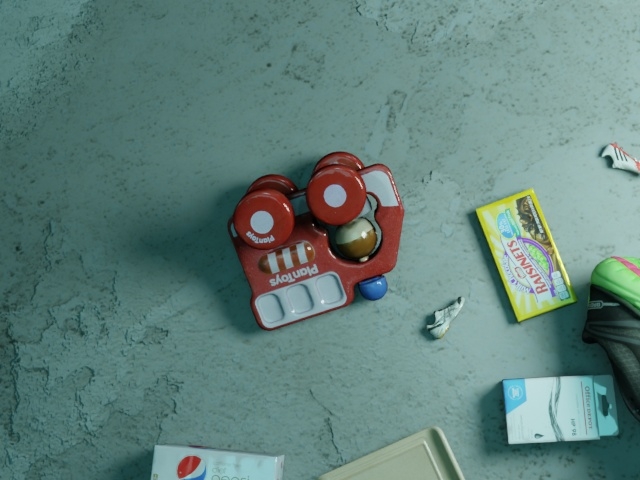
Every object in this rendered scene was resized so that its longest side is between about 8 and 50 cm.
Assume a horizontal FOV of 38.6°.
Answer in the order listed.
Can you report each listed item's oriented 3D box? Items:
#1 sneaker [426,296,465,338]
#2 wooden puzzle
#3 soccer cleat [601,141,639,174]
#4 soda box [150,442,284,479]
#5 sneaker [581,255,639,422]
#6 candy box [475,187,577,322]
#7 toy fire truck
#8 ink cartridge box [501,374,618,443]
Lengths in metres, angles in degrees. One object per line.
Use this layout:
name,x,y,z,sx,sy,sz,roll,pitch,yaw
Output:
sneaker,0.211,0.125,1.546,0.037,0.032,0.083,36,88,13
wooden puzzle,0.136,0.450,1.507,0.239,0.044,0.220,-26,78,10
soccer cleat,0.511,-0.130,1.537,0.083,0.029,0.035,44,99,16
soda box,-0.174,0.391,1.552,0.216,0.069,0.073,3,81,10
sneaker,0.565,0.211,1.329,0.482,0.185,0.202,54,137,49
candy box,0.345,0.025,1.541,0.105,0.027,0.205,-21,78,9
toy fire truck,0.000,0.000,1.553,0.302,0.169,0.253,-18,103,7
ink cartridge box,0.388,0.270,1.477,0.180,0.060,0.104,-5,80,9
